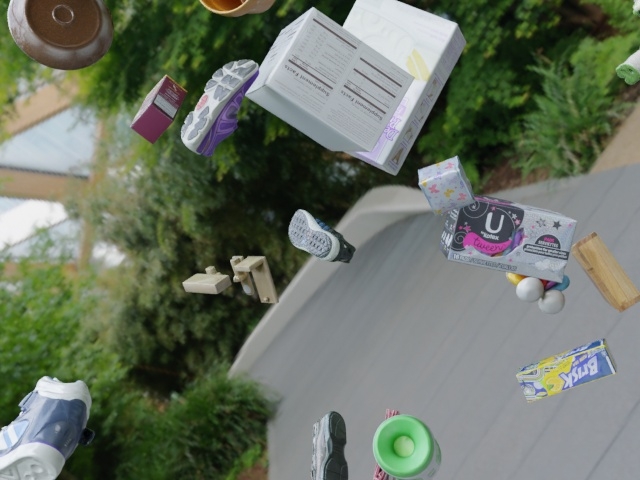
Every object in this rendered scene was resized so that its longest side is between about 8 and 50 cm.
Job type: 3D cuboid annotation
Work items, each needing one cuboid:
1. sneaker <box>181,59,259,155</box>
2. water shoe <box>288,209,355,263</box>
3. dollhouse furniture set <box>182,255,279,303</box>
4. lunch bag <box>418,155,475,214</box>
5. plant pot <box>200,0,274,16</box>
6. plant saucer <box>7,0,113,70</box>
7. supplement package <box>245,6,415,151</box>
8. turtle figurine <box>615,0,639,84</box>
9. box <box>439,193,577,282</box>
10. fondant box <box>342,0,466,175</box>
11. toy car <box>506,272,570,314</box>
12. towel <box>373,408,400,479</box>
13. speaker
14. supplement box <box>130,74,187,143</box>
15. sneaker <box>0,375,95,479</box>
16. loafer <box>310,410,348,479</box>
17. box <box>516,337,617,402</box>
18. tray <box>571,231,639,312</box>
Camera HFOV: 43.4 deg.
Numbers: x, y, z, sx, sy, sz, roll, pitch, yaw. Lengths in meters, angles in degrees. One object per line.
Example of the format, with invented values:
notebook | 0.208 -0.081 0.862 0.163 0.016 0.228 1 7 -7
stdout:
sneaker | -0.151 -0.209 1.263 0.170 0.068 0.071 -54 -42 1
water shoe | 0.000 0.000 1.661 0.073 0.080 0.203 -64 32 11
dollhouse furniture set | -0.214 0.125 1.933 0.144 0.123 0.151 0 25 40
lunch bag | 0.201 -0.083 1.281 0.071 0.083 0.053 -20 34 20
plant pot | -0.218 -0.718 2.244 0.205 0.205 0.188 -54 -17 17
plant saucer | -0.497 -0.428 1.551 0.199 0.198 0.036 -56 12 -24
supplement package | 0.006 -0.263 1.381 0.145 0.204 0.262 -59 15 0
turtle figurine | 0.709 -0.400 1.607 0.266 0.198 0.274 -52 32 -4
box | 0.397 -0.013 1.725 0.163 0.247 0.142 -78 -1 -82
fondant box | 0.126 -0.340 1.721 0.330 0.238 0.096 -63 -24 2
toy car | 0.622 0.107 2.259 0.136 0.182 0.159 -56 19 19
towel | 0.198 0.638 2.107 0.237 0.037 0.329 -70 -28 -50
speaker | 0.184 0.439 1.672 0.131 0.131 0.296 -55 -20 -10
supplement box | -0.452 -0.370 2.256 0.104 0.080 0.188 -40 24 29
sneaker | -0.601 0.400 1.659 0.322 0.130 0.236 -26 30 29
loafer | 0.016 0.578 2.092 0.084 0.096 0.268 -32 36 33
box | 0.448 0.237 1.464 0.168 0.059 0.054 -24 -1 21
tray | 0.768 0.085 2.190 0.076 0.203 0.411 -35 -11 13
